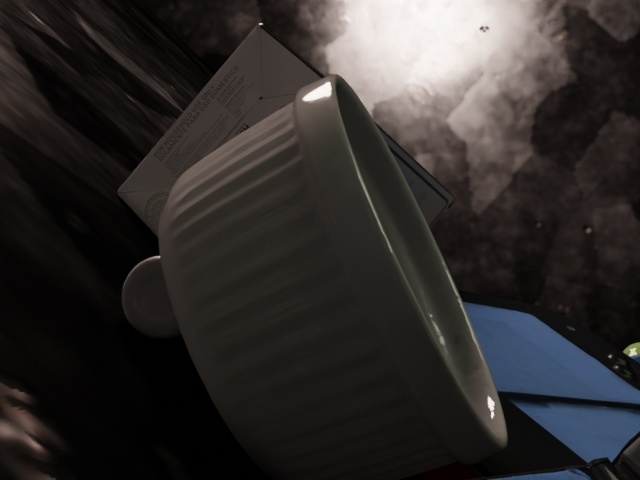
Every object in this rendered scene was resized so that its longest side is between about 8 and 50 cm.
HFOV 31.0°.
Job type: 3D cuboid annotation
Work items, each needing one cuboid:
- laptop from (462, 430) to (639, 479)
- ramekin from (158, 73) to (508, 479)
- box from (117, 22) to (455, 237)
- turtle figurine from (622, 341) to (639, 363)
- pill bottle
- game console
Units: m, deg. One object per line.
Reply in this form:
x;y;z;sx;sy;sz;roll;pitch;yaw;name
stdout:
0.206;0.111;0.278;0.382;0.408;0.236;48;1;42;laptop
0.005;0.031;0.590;0.207;0.109;0.207;61;12;-22;ramekin
-0.013;-0.034;0.932;0.087;0.169;0.290;43;6;27;box
0.284;0.248;1.058;0.266;0.274;0.198;63;-12;12;turtle figurine
-0.073;0.033;0.628;0.043;0.043;0.083;44;5;14;pill bottle
0.169;0.121;0.801;0.386;0.060;0.342;11;15;-43;game console
